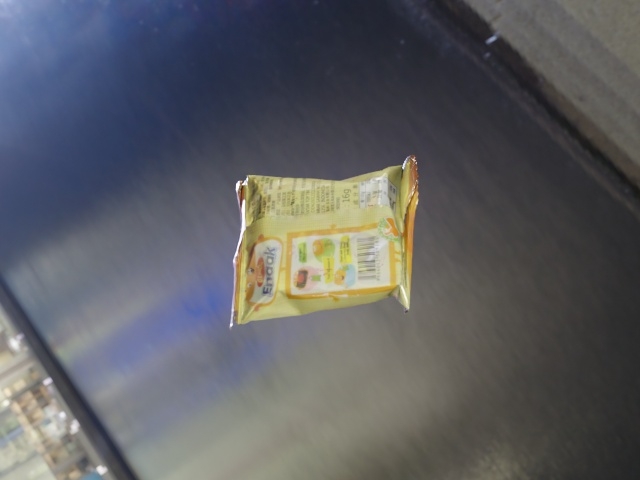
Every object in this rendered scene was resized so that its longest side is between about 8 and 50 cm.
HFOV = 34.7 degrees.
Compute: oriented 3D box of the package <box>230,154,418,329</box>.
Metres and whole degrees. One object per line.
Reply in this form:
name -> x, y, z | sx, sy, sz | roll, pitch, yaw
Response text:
package -> 0.002, 0.000, 0.628 | 0.031, 0.120, 0.108 | 68, -161, -55
